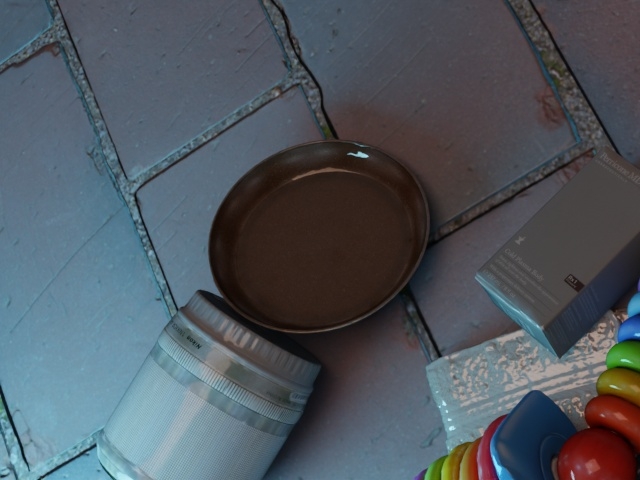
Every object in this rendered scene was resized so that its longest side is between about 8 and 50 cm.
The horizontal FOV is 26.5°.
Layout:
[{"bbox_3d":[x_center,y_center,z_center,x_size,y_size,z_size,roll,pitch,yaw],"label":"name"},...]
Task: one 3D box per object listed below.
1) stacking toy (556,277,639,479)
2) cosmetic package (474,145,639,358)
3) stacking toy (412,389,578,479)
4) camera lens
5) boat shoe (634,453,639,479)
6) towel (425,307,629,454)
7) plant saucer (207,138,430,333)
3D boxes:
[{"bbox_3d":[0.381,0.164,1.574,0.141,0.141,0.330,22,69,29],"label":"stacking toy"},{"bbox_3d":[0.325,0.014,1.686,0.238,0.107,0.127,-47,55,-4],"label":"cosmetic package"},{"bbox_3d":[0.171,0.317,1.660,0.301,0.165,0.175,-24,98,37],"label":"stacking toy"},{"bbox_3d":[-0.152,0.232,1.823,0.219,0.219,0.274,33,92,29],"label":"camera lens"},{"bbox_3d":[0.408,0.247,1.589,0.183,0.083,0.065,-38,92,-8],"label":"boat shoe"},{"bbox_3d":[0.280,0.202,1.717,0.282,0.049,0.187,-22,67,20],"label":"towel"},{"bbox_3d":[0.000,0.000,1.864,0.310,0.050,0.311,-8,55,11],"label":"plant saucer"}]
